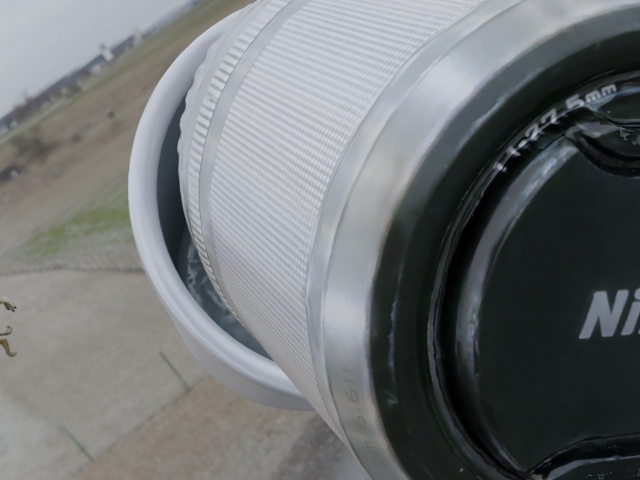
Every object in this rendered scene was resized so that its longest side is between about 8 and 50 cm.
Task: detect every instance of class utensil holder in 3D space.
[{"bbox_3d":[0.000,0.000,0.994,0.327,0.327,0.385,-40,-5,-13],"label":"utensil holder"}]

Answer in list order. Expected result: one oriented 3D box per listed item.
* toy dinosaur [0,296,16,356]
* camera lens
[{"bbox_3d":[-0.407,0.098,1.257,0.053,0.183,0.092,-6,31,38],"label":"toy dinosaur"},{"bbox_3d":[0.065,-0.015,0.479,0.219,0.219,0.274,-38,27,-7],"label":"camera lens"}]
